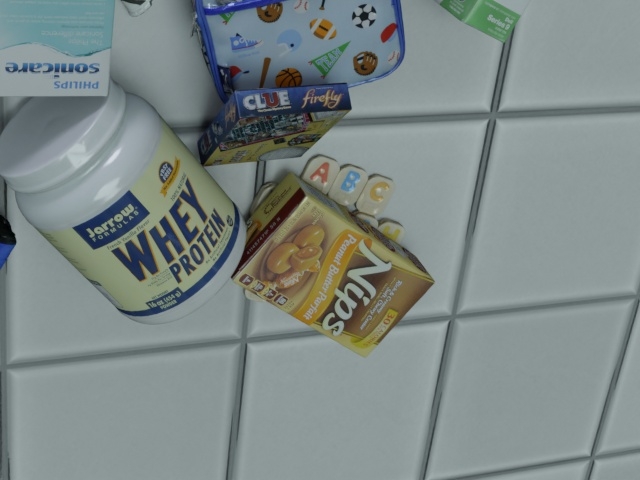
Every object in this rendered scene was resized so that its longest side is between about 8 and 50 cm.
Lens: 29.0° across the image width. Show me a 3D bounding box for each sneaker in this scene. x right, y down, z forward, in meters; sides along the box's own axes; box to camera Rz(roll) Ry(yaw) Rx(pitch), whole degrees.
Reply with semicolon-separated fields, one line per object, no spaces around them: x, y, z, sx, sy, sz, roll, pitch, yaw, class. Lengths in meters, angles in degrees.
-0.231;-0.357;1.710;0.109;0.040;0.044;-39;125;2;sneaker

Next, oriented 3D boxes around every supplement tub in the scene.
-0.280;-0.060;1.750;0.235;0.235;0.325;-38;127;2;supplement tub

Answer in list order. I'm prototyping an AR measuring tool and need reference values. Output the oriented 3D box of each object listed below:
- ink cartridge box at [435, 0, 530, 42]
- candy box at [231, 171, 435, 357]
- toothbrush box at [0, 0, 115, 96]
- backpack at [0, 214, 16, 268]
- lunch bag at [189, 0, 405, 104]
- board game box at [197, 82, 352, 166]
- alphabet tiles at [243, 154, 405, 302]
0.262;-0.421;1.813;0.093;0.154;0.212;19;110;-31;ink cartridge box
0.014;0.045;2.008;0.316;0.087;0.183;33;105;-35;candy box
-0.369;-0.333;1.531;0.216;0.126;0.295;-4;121;-22;toothbrush box
-0.508;0.000;1.778;0.120;0.098;0.101;10;125;-42;backpack
-0.039;-0.322;1.751;0.303;0.115;0.243;-14;127;-6;lunch bag
-0.072;-0.166;1.793;0.165;0.243;0.042;-7;80;-20;board game box
0.000;0.000;2.043;0.284;0.021;0.278;17;111;-30;alphabet tiles
